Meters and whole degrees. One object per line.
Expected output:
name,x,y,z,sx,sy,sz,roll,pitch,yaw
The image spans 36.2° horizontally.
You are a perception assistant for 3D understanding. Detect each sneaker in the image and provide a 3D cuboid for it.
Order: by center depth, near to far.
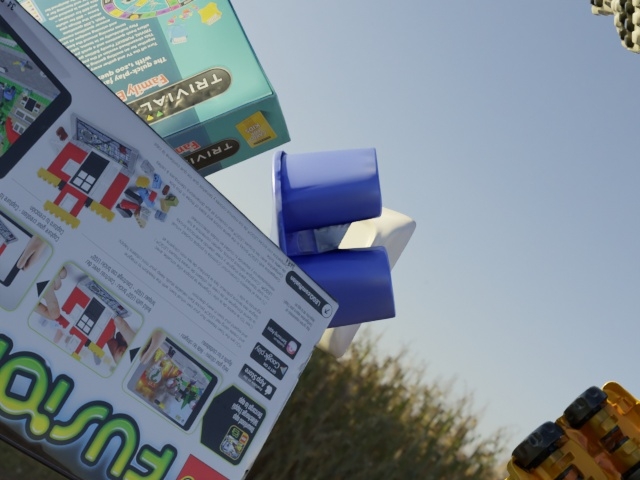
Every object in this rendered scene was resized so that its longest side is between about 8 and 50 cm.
sneaker,0.342,-0.257,0.967,0.292,0.118,0.110,-78,165,-64

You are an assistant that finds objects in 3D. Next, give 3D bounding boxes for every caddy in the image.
caddy,0.000,0.000,1.303,0.179,0.241,0.341,-6,0,4

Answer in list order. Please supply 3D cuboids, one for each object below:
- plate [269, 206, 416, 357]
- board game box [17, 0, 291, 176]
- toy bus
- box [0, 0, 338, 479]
plate,-0.005,0.033,1.744,0.277,0.278,0.045,25,-9,39
board game box,-0.208,-0.192,0.975,0.079,0.254,0.336,72,-5,-60
toy bus,0.351,0.328,1.360,0.149,0.220,0.211,48,-27,20
box,-0.087,0.012,0.332,0.036,0.114,0.207,8,-29,47
